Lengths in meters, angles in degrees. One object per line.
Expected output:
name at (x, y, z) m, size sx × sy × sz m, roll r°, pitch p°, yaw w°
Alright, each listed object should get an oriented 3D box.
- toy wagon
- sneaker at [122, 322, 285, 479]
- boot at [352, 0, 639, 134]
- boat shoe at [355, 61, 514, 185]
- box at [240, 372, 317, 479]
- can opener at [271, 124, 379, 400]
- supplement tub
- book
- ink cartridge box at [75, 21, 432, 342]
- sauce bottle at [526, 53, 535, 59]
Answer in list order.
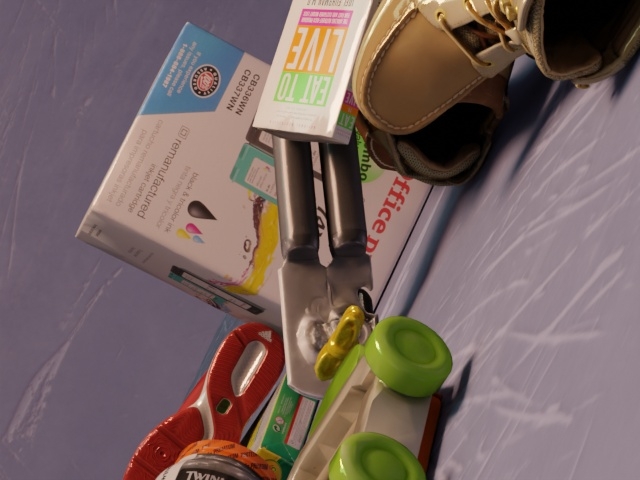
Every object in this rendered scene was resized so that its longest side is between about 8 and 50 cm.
toy wagon at (0.006, 0.170, 1.208) m, size 0.267 × 0.068 × 0.344 m, roll -59°, pitch 6°, yaw 35°
sneaker at (-0.105, 0.182, 1.774) m, size 0.221 × 0.087 × 0.128 m, roll -50°, pitch -5°, yaw -5°
boot at (0.123, -0.142, 1.214) m, size 0.262 × 0.095 × 0.203 m, roll -43°, pitch 21°, yaw 17°
boat shoe at (0.084, -0.105, 1.485) m, size 0.324 × 0.122 × 0.120 m, roll 105°, pitch 167°, yaw -73°
box at (-0.063, 0.219, 1.736) m, size 0.179 × 0.043 × 0.105 m, roll -55°, pitch 9°, yaw 41°
can opener at (0.000, 0.000, 1.494) m, size 0.095 × 0.076 × 0.283 m, roll 99°, pitch 167°, yaw -69°
supplement tub at (-0.102, 0.262, 1.517) m, size 0.117 × 0.117 × 0.190 m, roll -58°, pitch 8°, yaw 43°
book at (0.008, -0.148, 1.429) m, size 0.096 × 0.035 × 0.144 m, roll 10°, pitch 82°, yaw 52°
ink cartridge box at (-0.061, -0.040, 1.734) m, size 0.198 × 0.270 × 0.197 m, roll -65°, pitch 7°, yaw -12°
sauce bottle at (0.180, -0.181, 1.357) m, size 0.128 × 0.042 × 0.042 m, roll 108°, pitch -177°, yaw -51°
